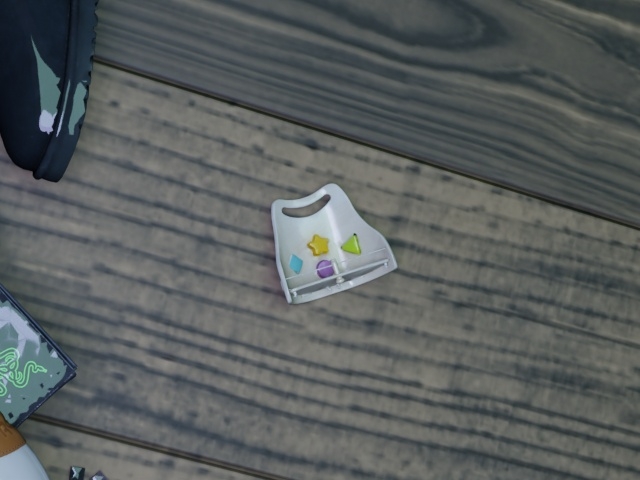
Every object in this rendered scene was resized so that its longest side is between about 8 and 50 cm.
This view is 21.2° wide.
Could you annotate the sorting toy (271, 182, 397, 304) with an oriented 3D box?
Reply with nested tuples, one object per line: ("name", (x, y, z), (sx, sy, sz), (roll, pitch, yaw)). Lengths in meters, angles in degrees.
("sorting toy", (0.000, 0.000, 1.207), (0.083, 0.045, 0.075), (-17, 83, -16))

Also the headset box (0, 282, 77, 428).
("headset box", (-0.326, 0.076, 1.061), (0.283, 0.131, 0.246), (-43, 98, -15))

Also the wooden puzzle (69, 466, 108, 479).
("wooden puzzle", (-0.162, 0.197, 1.162), (0.049, 0.006, 0.083), (26, 79, -12))

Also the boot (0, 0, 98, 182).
("boot", (-0.252, -0.168, 1.119), (0.207, 0.094, 0.246), (7, 77, -18))

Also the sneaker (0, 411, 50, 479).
("sneaker", (-0.290, 0.180, 0.949), (0.290, 0.106, 0.123), (-27, 95, -29))
